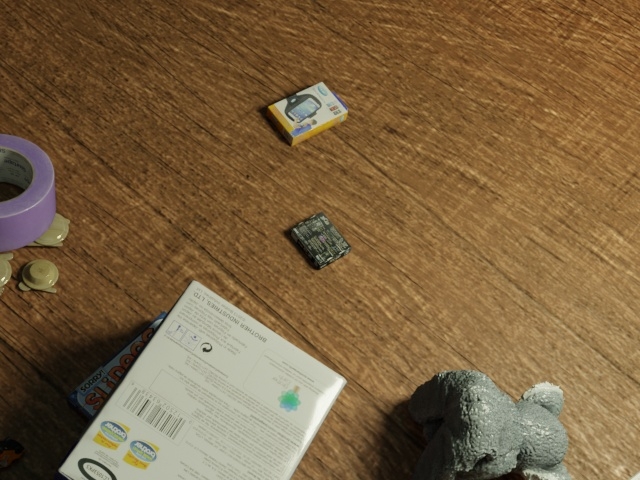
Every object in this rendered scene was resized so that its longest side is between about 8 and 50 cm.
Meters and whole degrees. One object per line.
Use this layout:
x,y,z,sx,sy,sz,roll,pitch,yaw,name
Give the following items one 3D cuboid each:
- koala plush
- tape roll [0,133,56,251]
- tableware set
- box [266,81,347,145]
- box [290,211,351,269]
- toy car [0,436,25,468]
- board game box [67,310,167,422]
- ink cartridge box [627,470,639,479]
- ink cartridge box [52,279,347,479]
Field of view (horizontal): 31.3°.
0.266,0.285,1.662,0.221,0.203,0.196,12,56,-16,koala plush
-0.512,-0.076,1.791,0.189,0.080,0.189,6,47,-6,tape roll
-0.473,0.017,1.794,0.141,0.020,0.169,6,56,-8,tableware set
-0.017,-0.227,2.020,0.136,0.028,0.081,-29,67,-23,box
0.000,0.000,1.883,0.067,0.018,0.083,-30,67,-25,box
-0.481,0.289,1.622,0.122,0.060,0.040,21,100,23,toy car
-0.254,0.215,1.695,0.136,0.035,0.201,38,60,14,board game box
0.419,0.410,1.617,0.203,0.148,0.086,-28,65,-24,ink cartridge box
-0.183,0.292,1.562,0.270,0.151,0.395,33,59,-1,ink cartridge box
